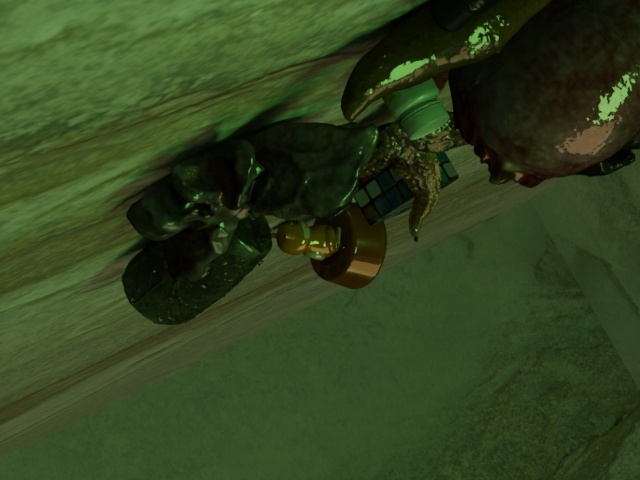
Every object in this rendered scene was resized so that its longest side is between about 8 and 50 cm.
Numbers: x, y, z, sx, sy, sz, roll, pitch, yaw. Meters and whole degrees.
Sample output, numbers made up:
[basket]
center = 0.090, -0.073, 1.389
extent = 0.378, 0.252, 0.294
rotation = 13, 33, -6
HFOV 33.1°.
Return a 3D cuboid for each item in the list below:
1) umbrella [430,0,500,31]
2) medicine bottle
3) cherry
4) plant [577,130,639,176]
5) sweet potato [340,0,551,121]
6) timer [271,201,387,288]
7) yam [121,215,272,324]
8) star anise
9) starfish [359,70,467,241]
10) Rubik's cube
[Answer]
[umbrella]
center = 0.165, -0.225, 0.754
extent = 0.053, 0.052, 0.250
rotation = -23, 170, -46
[medicine bottle]
center = 0.076, -0.133, 0.943
extent = 0.047, 0.083, 0.047
rotation = -26, 171, -5
[cherry]
center = 0.235, -0.162, 0.994
extent = 0.249, 0.175, 0.192
rotation = -33, -179, 24
[plant]
center = 0.410, -0.178, 1.651
extent = 0.256, 0.164, 0.142
rotation = -20, 179, 34
[sweet potato]
center = 0.128, -0.182, 0.897
extent = 0.274, 0.067, 0.067
rotation = -33, 174, -11
[timer]
center = 0.000, 0.000, 1.580
extent = 0.152, 0.132, 0.132
rotation = 8, 151, -36
[yam]
center = -0.126, 0.016, 1.174
extent = 0.107, 0.107, 0.183
rotation = -21, 169, -48
[star anise]
center = -0.059, -0.042, 0.978
extent = 0.257, 0.111, 0.198
rotation = -23, 174, 9
[starfish]
center = 0.108, -0.091, 1.193
extent = 0.247, 0.138, 0.050
rotation = -43, -158, 38
[Rubik's cube]
center = 0.093, -0.086, 1.311
extent = 0.092, 0.092, 0.092
rotation = -20, 169, -48
